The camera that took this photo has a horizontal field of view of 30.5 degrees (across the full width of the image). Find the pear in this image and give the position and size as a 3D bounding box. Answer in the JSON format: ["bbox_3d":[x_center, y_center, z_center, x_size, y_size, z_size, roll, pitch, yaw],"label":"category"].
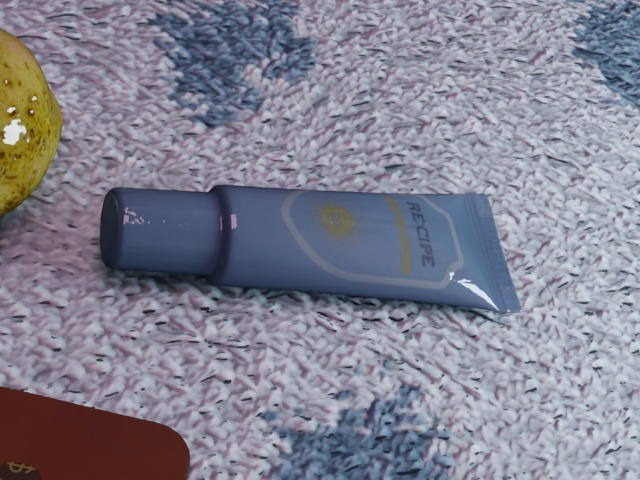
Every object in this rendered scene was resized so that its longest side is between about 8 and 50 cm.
[{"bbox_3d":[-0.296,-0.099,0.968,0.178,0.178,0.178,10,54,-14],"label":"pear"}]

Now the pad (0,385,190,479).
[{"bbox_3d":[-0.189,0.212,0.827,0.181,0.004,0.267,15,37,-10],"label":"pad"}]

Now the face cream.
[{"bbox_3d":[0.000,0.000,1.047,0.385,0.086,0.135,3,55,-24],"label":"face cream"}]
